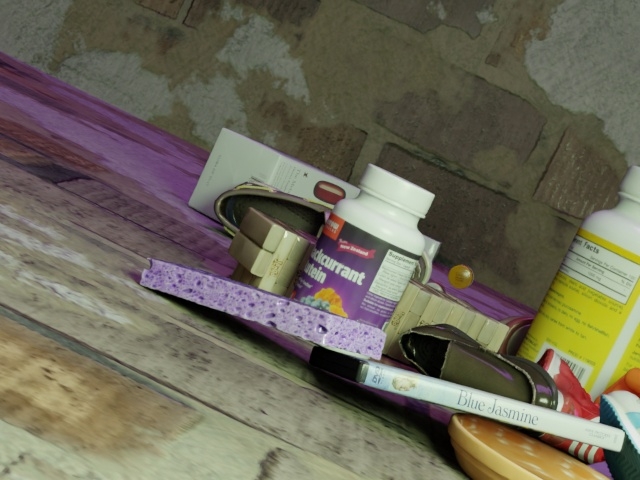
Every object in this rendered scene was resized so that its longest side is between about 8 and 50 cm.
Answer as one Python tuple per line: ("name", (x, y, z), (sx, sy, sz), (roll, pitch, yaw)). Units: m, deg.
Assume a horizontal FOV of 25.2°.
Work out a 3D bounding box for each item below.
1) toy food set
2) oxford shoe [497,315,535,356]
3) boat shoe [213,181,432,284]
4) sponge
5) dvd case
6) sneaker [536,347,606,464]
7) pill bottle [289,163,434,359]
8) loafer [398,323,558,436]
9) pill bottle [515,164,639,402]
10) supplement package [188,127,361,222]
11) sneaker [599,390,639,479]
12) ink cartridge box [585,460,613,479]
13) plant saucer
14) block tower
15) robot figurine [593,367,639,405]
("toy food set", (0.141, 0.036, 2.385), (0.232, 0.111, 0.104), (24, 5, 9))
("oxford shoe", (0.393, 0.184, 2.078), (0.348, 0.123, 0.130), (25, -1, -17))
("boat shoe", (0.000, 0.000, 2.058), (0.324, 0.117, 0.097), (23, 8, 13))
("sponge", (-0.054, 0.063, 1.344), (0.210, 0.031, 0.117), (16, -2, 30))
("dvd case", (0.128, 0.142, 1.304), (0.253, 0.022, 0.180), (16, -3, -13))
("sneaker", (0.290, 0.205, 1.635), (0.128, 0.087, 0.221), (34, 17, 1))
("pill bottle", (0.045, 0.021, 1.531), (0.108, 0.193, 0.108), (25, 4, -2))
("loafer", (0.160, 0.150, 1.533), (0.078, 0.080, 0.220), (9, 9, -40))
("pill bottle", (0.392, 0.081, 1.857), (0.188, 0.334, 0.188), (26, 5, -2))
("supplement package", (-0.065, -0.068, 2.271), (0.134, 0.139, 0.244), (27, 5, 36))
("sneaker", (0.326, 0.202, 1.271), (0.092, 0.087, 0.229), (-17, 29, -16))
("ink cartridge box", (0.421, 0.253, 1.304), (0.307, 0.072, 0.303), (-16, 19, -15))
("plant saucer", (0.195, 0.209, 1.224), (0.200, 0.037, 0.200), (26, 4, -2))
("block tower", (0.052, 0.070, 1.662), (0.335, 0.091, 0.097), (24, 5, -25))
("robot figurine", (0.406, 0.224, 1.632), (0.128, 0.158, 0.219), (0, 15, -24))
